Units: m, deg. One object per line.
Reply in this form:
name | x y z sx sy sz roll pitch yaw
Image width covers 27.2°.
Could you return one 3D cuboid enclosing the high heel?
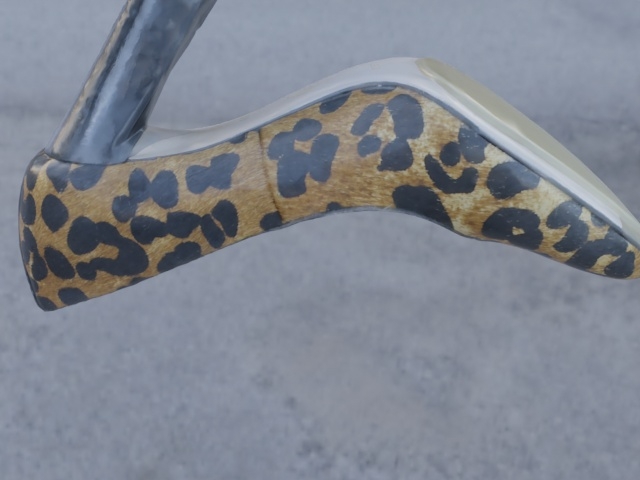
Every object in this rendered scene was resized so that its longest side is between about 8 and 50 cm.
high heel | 0.000 0.000 0.592 0.261 0.186 0.093 30 15 0
